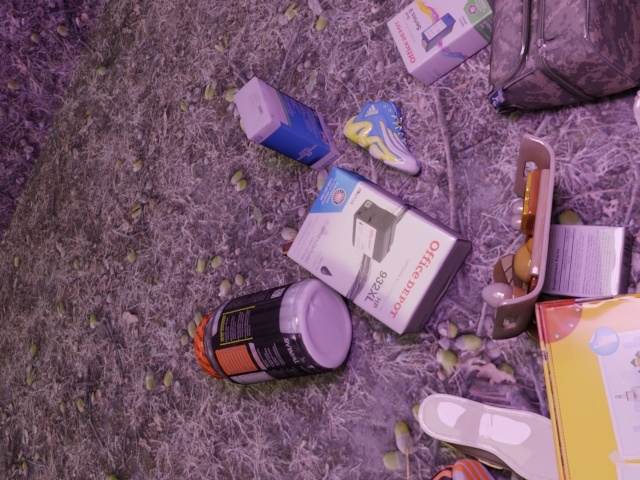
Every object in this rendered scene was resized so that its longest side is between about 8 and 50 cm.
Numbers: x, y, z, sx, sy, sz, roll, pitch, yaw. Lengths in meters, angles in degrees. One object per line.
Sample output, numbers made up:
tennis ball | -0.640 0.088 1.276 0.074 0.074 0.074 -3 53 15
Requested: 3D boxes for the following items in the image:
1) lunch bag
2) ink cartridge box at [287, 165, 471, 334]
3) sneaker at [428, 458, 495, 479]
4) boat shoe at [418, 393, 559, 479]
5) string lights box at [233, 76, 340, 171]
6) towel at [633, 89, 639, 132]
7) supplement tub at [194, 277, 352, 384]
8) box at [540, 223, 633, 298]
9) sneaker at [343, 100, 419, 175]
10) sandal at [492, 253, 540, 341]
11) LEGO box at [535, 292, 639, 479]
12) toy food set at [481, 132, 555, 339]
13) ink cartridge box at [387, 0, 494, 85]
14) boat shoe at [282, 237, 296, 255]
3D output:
lunch bag | 0.432 -0.399 1.173 0.256 0.212 0.305 -9 72 54
ink cartridge box | 0.119 0.018 1.320 0.307 0.129 0.223 34 101 25
sneaker | 0.287 0.561 1.117 0.180 0.124 0.321 -48 59 32
boat shoe | 0.328 0.353 1.137 0.304 0.091 0.109 15 74 21
string lights box | -0.072 -0.268 1.495 0.076 0.259 0.133 -35 60 27
towel | 0.642 -0.158 1.041 0.187 0.049 0.282 -24 66 33
supplement tub | -0.115 0.215 1.451 0.337 0.207 0.207 -16 70 35
box | 0.464 0.041 1.120 0.137 0.072 0.126 4 83 38
sneaker | 0.151 -0.243 1.423 0.240 0.091 0.126 40 104 38
sandal | 0.376 0.110 1.187 0.072 0.049 0.180 -23 64 2
LEGO box | 0.541 0.318 0.892 0.372 0.193 0.501 -11 72 29
toy food set | 0.335 0.001 1.094 0.092 0.220 0.306 7 69 16
ink cartridge box | 0.270 -0.464 1.379 0.212 0.093 0.154 -32 62 31
boat shoe | 0.000 0.000 1.500 0.206 0.073 0.073 -7 80 29
